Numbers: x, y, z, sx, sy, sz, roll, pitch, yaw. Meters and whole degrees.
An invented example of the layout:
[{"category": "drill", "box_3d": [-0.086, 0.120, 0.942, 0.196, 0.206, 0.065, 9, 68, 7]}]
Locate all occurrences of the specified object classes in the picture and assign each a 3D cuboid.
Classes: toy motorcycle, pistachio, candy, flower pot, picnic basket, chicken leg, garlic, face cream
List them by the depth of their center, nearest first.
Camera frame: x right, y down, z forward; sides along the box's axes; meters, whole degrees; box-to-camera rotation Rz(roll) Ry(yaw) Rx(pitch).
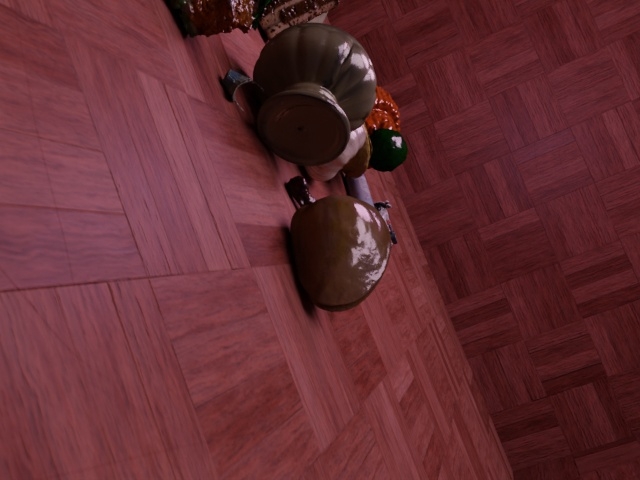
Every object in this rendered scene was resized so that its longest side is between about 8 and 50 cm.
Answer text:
[{"category": "pistachio", "box_3d": [0.047, 0.025, 1.315, 0.163, 0.213, 0.260, 82, 2, -63]}, {"category": "picnic basket", "box_3d": [-0.173, -0.325, 1.336, 0.083, 0.065, 0.083, 38, 15, -19]}, {"category": "chicken leg", "box_3d": [0.008, 0.000, 1.465, 0.177, 0.083, 0.322, 20, 49, -46]}, {"category": "flower pot", "box_3d": [-0.025, -0.326, 1.469, 0.307, 0.307, 0.244, 55, 34, -39]}, {"category": "garlic", "box_3d": [-0.004, -0.288, 1.707, 0.226, 0.199, 0.199, 41, 16, 0]}, {"category": "candy", "box_3d": [-0.180, -0.710, 1.753, 0.078, 0.141, 0.203, 8, 61, -52]}, {"category": "face cream", "box_3d": [0.134, -0.163, 2.161, 0.075, 0.075, 0.229, 47, 24, -54]}, {"category": "toy motorcycle", "box_3d": [0.223, -0.057, 2.279, 0.221, 0.102, 0.150, -97, 171, -48]}]

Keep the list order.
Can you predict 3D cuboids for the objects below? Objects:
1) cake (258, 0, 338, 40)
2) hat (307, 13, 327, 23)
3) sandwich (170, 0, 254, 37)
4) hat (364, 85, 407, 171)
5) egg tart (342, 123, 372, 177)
[{"category": "cake", "box_3d": [-0.081, -0.712, 1.912, 0.112, 0.246, 0.135, 60, -3, -22]}, {"category": "hat", "box_3d": [-0.088, -0.795, 2.155, 0.130, 0.257, 0.257, 36, 9, 13]}, {"category": "sandwich", "box_3d": [-0.207, -0.482, 1.254, 0.185, 0.160, 0.109, -76, 160, -55]}, {"category": "hat", "box_3d": [0.189, -0.336, 2.043, 0.400, 0.285, 0.285, 51, -1, 45]}, {"category": "egg tart", "box_3d": [0.043, -0.317, 1.900, 0.290, 0.115, 0.290, 55, -20, 31]}]
